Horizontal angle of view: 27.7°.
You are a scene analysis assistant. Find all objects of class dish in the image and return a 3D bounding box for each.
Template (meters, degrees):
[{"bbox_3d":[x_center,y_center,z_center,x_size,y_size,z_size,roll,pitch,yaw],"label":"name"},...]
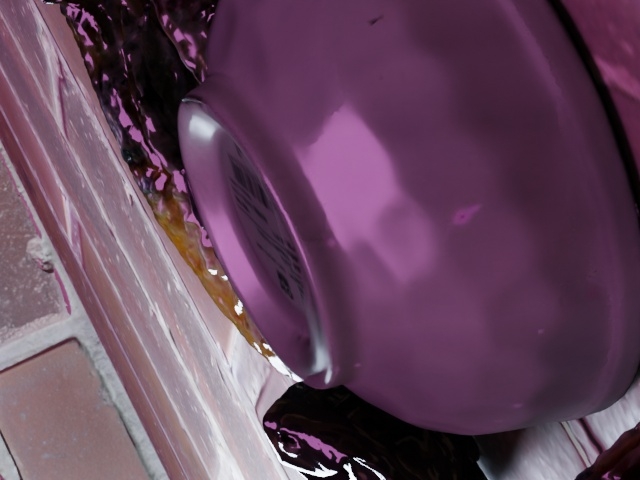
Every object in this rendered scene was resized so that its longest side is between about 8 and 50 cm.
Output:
[{"bbox_3d":[0.016,-0.023,0.595,0.303,0.120,0.303,54,160,31],"label":"dish"}]

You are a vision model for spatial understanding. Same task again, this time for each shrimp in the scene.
[{"bbox_3d":[-0.094,-0.102,0.899,0.445,0.085,0.272,60,158,10],"label":"shrimp"}]

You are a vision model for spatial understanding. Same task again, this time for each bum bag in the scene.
[{"bbox_3d":[0.043,0.112,0.700,0.102,0.069,0.248,23,-175,14],"label":"bum bag"}]

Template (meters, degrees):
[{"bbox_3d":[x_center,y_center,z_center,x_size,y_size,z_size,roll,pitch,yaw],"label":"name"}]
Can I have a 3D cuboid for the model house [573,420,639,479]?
[{"bbox_3d":[0.144,0.156,0.475,0.152,0.106,0.165,57,166,32],"label":"model house"}]
